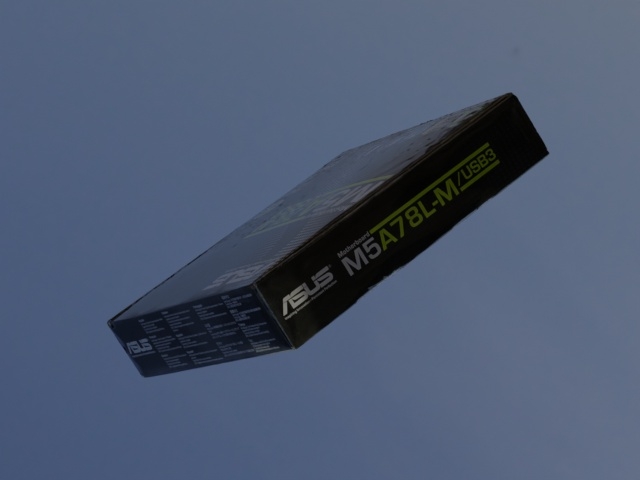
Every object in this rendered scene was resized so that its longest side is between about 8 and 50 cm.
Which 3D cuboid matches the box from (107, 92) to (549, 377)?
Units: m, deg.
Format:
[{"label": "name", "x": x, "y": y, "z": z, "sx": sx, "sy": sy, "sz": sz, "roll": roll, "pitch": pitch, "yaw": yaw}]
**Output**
[{"label": "box", "x": 0.000, "y": 0.000, "z": 0.994, "sx": 0.184, "sy": 0.191, "sz": 0.045, "roll": -34, "pitch": -81, "yaw": -27}]
